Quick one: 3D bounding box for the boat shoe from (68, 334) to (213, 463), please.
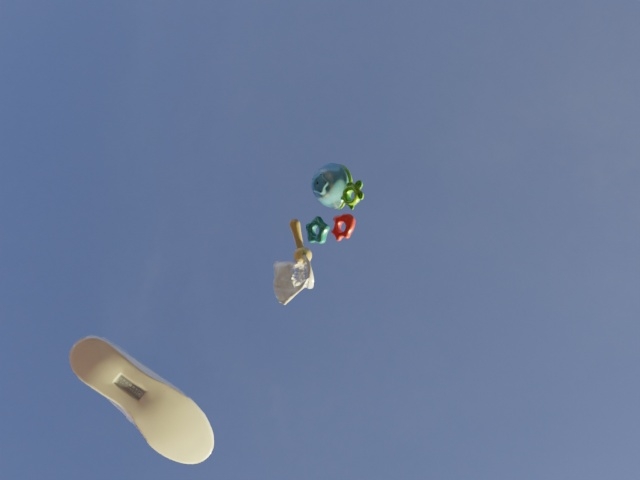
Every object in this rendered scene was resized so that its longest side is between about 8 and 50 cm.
[{"bbox_3d":[-0.191,0.168,0.923,0.184,0.063,0.066,36,-92,-8],"label":"boat shoe"}]

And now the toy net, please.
[{"bbox_3d":[0.000,0.000,1.318,0.122,0.045,0.232,33,-71,37],"label":"toy net"}]
